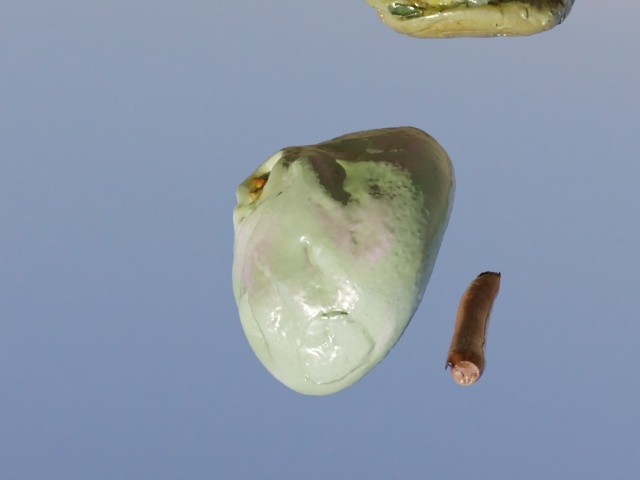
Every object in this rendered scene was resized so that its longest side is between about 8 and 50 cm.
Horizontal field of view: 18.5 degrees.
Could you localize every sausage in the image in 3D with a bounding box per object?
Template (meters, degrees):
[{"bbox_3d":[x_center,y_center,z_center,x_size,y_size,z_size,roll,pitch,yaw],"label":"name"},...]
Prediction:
[{"bbox_3d":[0.160,0.092,2.055,0.040,0.047,0.177,25,-147,-3],"label":"sausage"}]

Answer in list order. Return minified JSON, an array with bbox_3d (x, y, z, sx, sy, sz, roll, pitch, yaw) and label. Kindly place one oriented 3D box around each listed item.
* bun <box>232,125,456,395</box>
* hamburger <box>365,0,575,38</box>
[{"bbox_3d":[0.000,0.000,1.964,0.187,0.293,0.293,25,-168,-14],"label":"bun"},{"bbox_3d":[0.197,-0.343,2.576,0.285,0.134,0.265,-2,-142,19],"label":"hamburger"}]
